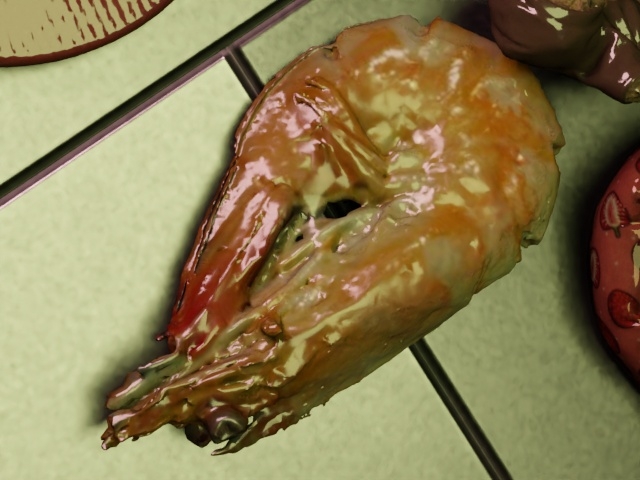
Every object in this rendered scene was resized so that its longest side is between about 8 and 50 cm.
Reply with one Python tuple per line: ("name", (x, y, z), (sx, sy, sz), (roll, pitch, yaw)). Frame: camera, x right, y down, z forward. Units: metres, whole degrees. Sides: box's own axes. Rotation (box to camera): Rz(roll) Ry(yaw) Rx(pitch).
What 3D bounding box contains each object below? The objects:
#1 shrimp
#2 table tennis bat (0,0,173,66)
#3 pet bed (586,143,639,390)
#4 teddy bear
("shrimp", (0.000, 0.000, 0.799), (0.294, 0.062, 0.154), (-42, 93, -22))
("table tennis bat", (-0.108, -0.202, 0.768), (0.310, 0.038, 0.200), (-29, 100, -19))
("pet bed", (0.238, 0.012, 0.870), (0.201, 0.053, 0.201), (-1, 102, -6))
("teddy bear", (0.149, -0.112, 0.851), (0.160, 0.078, 0.119), (-7, 48, -35))
